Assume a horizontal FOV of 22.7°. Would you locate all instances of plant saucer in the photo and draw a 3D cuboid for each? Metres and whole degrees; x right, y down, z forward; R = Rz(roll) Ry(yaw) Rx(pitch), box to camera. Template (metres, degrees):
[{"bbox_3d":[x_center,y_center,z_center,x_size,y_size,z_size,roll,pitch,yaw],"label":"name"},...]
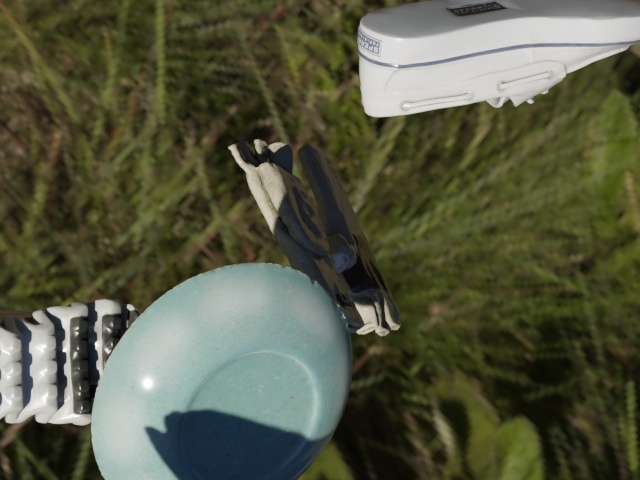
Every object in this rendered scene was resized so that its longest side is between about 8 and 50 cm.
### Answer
[{"bbox_3d":[-0.054,0.110,1.049,0.195,0.037,0.194,-13,117,-27],"label":"plant saucer"}]

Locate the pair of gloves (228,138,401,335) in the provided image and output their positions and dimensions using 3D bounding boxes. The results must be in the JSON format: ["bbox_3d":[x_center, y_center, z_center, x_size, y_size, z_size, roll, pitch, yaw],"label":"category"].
[{"bbox_3d":[0.000,0.000,1.507,0.042,0.204,0.240,-28,169,15],"label":"pair of gloves"}]

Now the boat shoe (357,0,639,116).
[{"bbox_3d":[0.146,-0.149,1.269,0.258,0.095,0.084,-8,120,-19],"label":"boat shoe"}]

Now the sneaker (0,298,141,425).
[{"bbox_3d":[-0.263,0.087,1.130,0.292,0.118,0.110,9,82,-44],"label":"sneaker"}]
